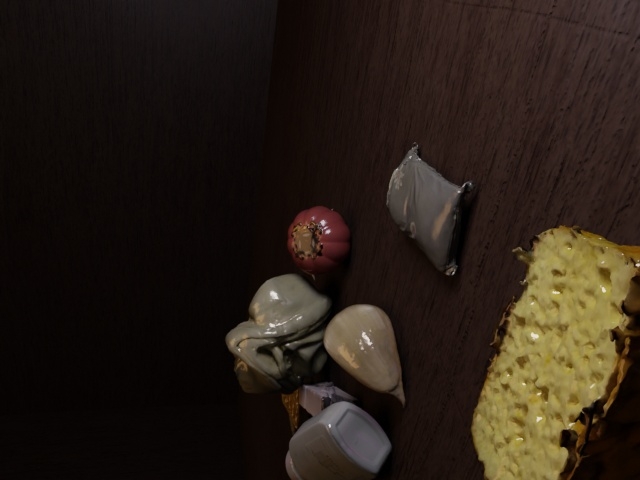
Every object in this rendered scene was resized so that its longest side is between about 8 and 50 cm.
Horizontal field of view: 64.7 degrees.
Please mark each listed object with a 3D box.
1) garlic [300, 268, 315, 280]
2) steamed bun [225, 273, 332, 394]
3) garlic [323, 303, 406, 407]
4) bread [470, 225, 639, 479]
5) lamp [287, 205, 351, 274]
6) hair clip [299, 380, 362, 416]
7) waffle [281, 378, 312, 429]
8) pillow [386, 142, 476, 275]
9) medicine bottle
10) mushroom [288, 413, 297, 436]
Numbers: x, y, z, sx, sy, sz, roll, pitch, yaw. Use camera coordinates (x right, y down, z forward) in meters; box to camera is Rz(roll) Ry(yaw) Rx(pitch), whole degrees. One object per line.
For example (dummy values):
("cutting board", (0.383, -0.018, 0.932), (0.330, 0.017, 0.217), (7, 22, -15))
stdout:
("garlic", (-0.050, 0.054, 1.653), (0.084, 0.066, 0.152), (170, 104, -73))
("steamed bun", (-0.095, 0.284, 1.423), (0.247, 0.352, 0.339), (38, 161, 23))
("garlic", (0.094, 0.223, 1.039), (0.164, 0.145, 0.245), (63, 174, -22))
("bread", (0.242, 0.124, 0.439), (0.160, 0.147, 0.261), (-108, 27, -73))
("lamp", (0.000, 0.000, 1.330), (0.182, 0.140, 0.182), (1, 91, 31))
("hair clip", (0.015, 0.420, 1.329), (0.331, 0.101, 0.085), (155, 112, -76))
("waffle", (-0.086, 0.523, 1.750), (0.274, 0.057, 0.168), (-168, 79, -75))
("pillow", (0.173, -0.063, 0.866), (0.255, 0.059, 0.169), (-118, 36, -63))
("medicine bottle", (0.023, 0.462, 1.108), (0.161, 0.111, 0.296), (43, 138, 6))
("mushroom", (-0.104, 0.648, 1.846), (0.068, 0.043, 0.306), (58, -178, -30))
